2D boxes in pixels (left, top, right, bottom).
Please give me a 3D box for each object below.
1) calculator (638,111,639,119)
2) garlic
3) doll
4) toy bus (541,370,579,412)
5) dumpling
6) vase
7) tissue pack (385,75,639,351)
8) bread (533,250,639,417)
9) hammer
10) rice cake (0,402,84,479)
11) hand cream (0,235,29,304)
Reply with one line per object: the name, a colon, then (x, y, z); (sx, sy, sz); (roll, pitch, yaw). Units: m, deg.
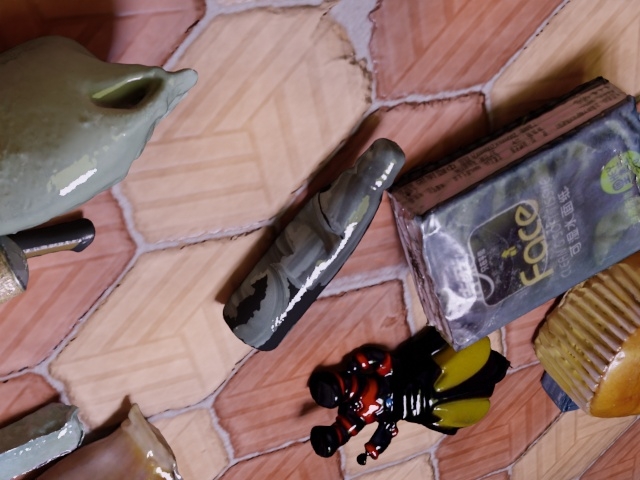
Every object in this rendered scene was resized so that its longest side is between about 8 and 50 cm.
calculator: (0.239, -0.056, 1.456); (0.210, 0.039, 0.121); (-41, 150, 1)
garlic: (-0.235, 0.275, 1.329); (0.267, 0.148, 0.128); (-35, -174, -16)
doll: (0.100, 0.154, 1.534); (0.249, 0.088, 0.127); (-9, 138, -35)
toy bus: (0.349, 0.158, 1.827); (0.166, 0.065, 0.047); (-18, 143, -30)
dumpling: (-0.182, -0.071, 0.941); (0.219, 0.152, 0.108); (-20, 108, -3)
vase: (0.000, 0.000, 1.249); (0.211, 0.060, 0.060); (-51, 148, 19)
tissue pack: (0.189, -0.024, 1.360); (0.236, 0.073, 0.173); (-28, 128, -11)
bread: (0.372, 0.106, 1.724); (0.250, 0.133, 0.179); (-14, 137, -38)
hammer: (-0.244, 0.008, 1.034); (0.201, 0.021, 0.078); (-13, 140, -38)
rice cake: (-0.288, 0.186, 1.206); (0.211, 0.034, 0.043); (-23, 137, -26)
hand cream: (-0.280, 0.054, 0.957); (0.203, 0.084, 0.084); (-27, 148, -4)
